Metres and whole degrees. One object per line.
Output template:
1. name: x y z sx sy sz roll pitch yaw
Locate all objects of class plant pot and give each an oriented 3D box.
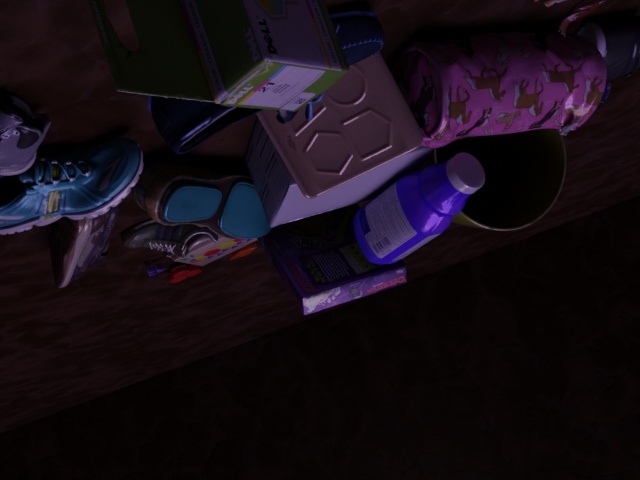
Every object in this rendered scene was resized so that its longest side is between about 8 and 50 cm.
1. plant pot: 0.276 -0.145 1.876 0.274 0.275 0.293 -15 -178 -20

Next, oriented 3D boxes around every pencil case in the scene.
1. pencil case: 0.292 -0.250 1.594 0.386 0.167 0.160 -9 144 -31

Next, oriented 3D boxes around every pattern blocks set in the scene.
1. pattern blocks set: -0.233 0.009 2.137 0.324 0.026 0.285 -23 166 9

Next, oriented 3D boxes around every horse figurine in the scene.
1. horse figurine: 0.413 -0.399 1.428 0.174 0.066 0.263 -14 163 -2

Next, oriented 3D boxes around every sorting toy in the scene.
1. sorting toy: 0.025 -0.187 1.476 0.208 0.193 0.038 -26 -164 15

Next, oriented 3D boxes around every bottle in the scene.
1. bottle: 0.167 -0.058 1.662 0.092 0.118 0.283 -11 162 -37

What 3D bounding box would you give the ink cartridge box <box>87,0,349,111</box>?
1. ink cartridge box: -0.111 -0.244 1.016 0.097 0.189 0.255 -30 163 38

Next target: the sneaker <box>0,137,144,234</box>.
1. sneaker: -0.393 -0.084 1.425 0.275 0.107 0.110 -20 157 -1

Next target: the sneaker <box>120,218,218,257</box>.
1. sneaker: -0.287 -0.004 1.887 0.192 0.086 0.064 -19 166 -3

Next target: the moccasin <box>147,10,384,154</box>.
1. moccasin: -0.065 -0.211 1.355 0.342 0.117 0.138 -22 166 4

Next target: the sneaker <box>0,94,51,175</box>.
1. sneaker: -0.441 -0.135 1.218 0.132 0.086 0.228 -38 168 39

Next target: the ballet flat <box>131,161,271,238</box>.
1. ballet flat: -0.202 -0.076 1.694 0.123 0.123 0.348 -27 164 25

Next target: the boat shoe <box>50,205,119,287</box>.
1. boat shoe: -0.417 0.004 1.711 0.092 0.103 0.285 -8 156 -27

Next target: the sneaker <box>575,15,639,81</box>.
1. sneaker: 0.522 -0.313 1.811 0.146 0.105 0.296 -12 160 -11

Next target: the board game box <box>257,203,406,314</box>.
1. board game box: 0.000 0.000 1.872 0.208 0.347 0.056 -13 126 -17

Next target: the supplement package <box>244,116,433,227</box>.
1. supplement package: 0.027 -0.150 1.658 0.261 0.145 0.204 -17 166 -17
